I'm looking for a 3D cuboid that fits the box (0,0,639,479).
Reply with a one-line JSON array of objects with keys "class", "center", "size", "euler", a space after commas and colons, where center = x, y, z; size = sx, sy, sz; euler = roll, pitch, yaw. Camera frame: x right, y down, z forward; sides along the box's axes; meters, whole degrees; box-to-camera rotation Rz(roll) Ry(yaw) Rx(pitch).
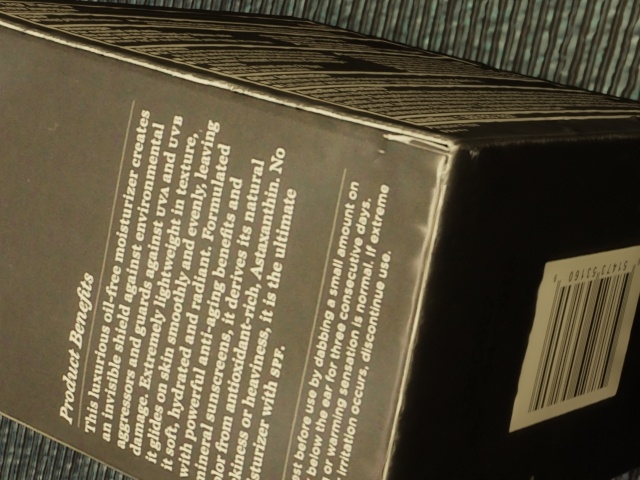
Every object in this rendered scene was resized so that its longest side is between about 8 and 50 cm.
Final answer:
[{"class": "box", "center": [0.000, 0.000, 0.755], "size": [0.294, 0.296, 0.183], "euler": [20, 105, 34]}]
